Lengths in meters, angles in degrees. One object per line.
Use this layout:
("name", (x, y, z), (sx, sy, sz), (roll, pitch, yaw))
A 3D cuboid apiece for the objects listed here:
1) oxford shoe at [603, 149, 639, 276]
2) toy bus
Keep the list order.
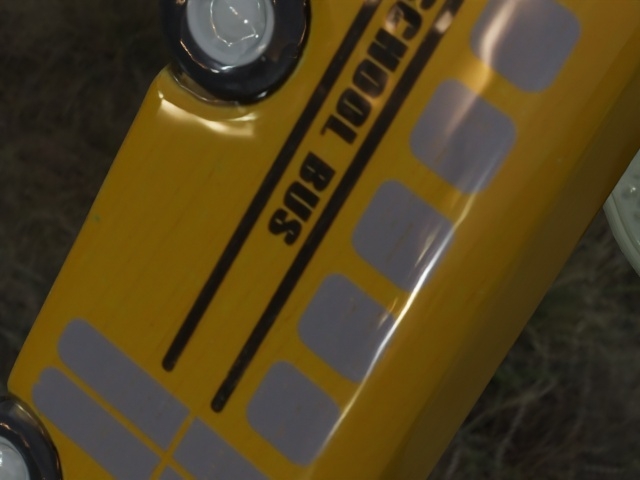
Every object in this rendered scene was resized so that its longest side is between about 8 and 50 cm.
("oxford shoe", (0.197, -0.158, 0.947), (0.130, 0.169, 0.449), (44, 36, -63))
("toy bus", (0.000, 0.000, 0.539), (0.130, 0.333, 0.108), (37, 25, 16))
